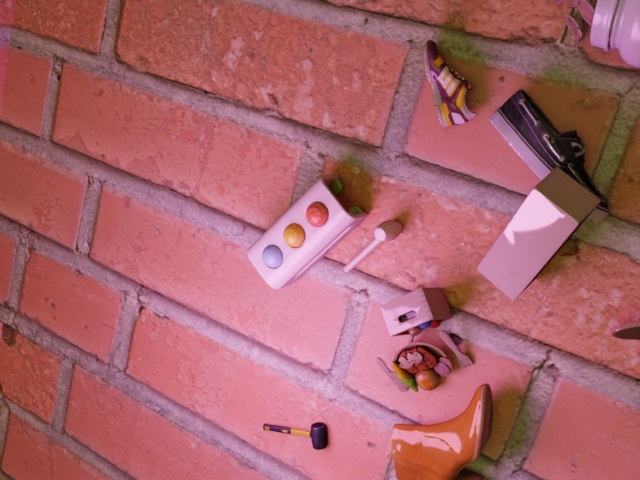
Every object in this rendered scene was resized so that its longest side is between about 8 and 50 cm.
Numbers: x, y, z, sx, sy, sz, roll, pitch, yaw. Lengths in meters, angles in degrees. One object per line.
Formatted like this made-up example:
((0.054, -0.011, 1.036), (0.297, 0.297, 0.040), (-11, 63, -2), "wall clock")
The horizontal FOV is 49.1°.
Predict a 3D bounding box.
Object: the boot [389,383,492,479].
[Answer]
((0.260, 0.431, 1.550), (0.211, 0.104, 0.295), (12, 107, 26), "boot")

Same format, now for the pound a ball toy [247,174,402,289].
((0.000, 0.000, 1.609), (0.319, 0.136, 0.208), (-42, 77, 27), "pound a ball toy")

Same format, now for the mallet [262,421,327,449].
((-0.065, 0.493, 1.774), (0.190, 0.039, 0.062), (-9, 95, 34), "mallet")

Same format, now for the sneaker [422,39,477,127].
((0.271, -0.333, 1.461), (0.084, 0.069, 0.185), (-14, 96, 20), "sneaker")

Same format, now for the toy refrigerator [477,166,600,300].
((0.413, -0.008, 1.347), (0.102, 0.094, 0.269), (42, 146, 17), "toy refrigerator")

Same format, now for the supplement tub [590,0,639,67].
((0.642, -0.383, 1.154), (0.325, 0.235, 0.235), (22, 107, 24), "supplement tub")

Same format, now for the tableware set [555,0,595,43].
((0.458, -0.444, 1.302), (0.020, 0.141, 0.168), (-33, 82, 8), "tableware set")

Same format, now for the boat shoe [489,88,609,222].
((0.463, -0.169, 1.360), (0.102, 0.108, 0.301), (-47, 68, 27), "boat shoe")

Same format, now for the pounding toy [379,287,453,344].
((0.207, 0.175, 1.537), (0.141, 0.130, 0.100), (-28, 72, 28), "pounding toy")

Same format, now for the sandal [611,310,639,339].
((0.670, 0.130, 1.319), (0.240, 0.088, 0.079), (-11, 61, 22), "sandal")

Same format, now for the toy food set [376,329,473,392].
((0.226, 0.280, 1.554), (0.192, 0.038, 0.132), (-30, 113, 28), "toy food set")
